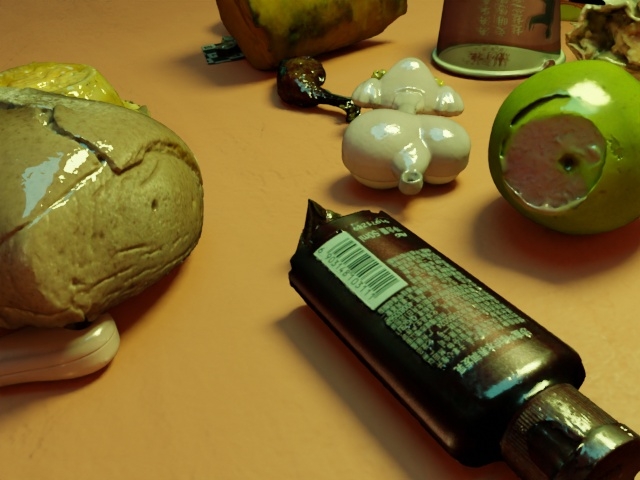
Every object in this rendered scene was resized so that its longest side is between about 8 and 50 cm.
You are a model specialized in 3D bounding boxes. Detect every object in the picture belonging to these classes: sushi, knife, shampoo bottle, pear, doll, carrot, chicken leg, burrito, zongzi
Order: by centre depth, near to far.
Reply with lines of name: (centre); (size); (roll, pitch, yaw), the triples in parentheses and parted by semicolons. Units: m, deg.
shampoo bottle: (0.100, 0.081, 0.548); (0.129, 0.084, 0.323); (-24, 38, -21)
knife: (-0.347, 0.113, 0.609); (0.335, 0.043, 0.081); (-11, 27, -4)
pear: (0.278, -0.099, 0.727); (0.187, 0.188, 0.219); (21, 22, 35)
zongzi: (0.000, 0.000, 0.730); (0.083, 0.074, 0.067); (25, 18, -30)
doll: (0.115, -0.160, 0.917); (0.160, 0.094, 0.365); (8, 35, 2)
chicken leg: (-0.014, -0.249, 1.121); (0.105, 0.051, 0.253); (-11, 35, -18)
burrito: (0.536, -0.367, 1.136); (0.190, 0.135, 0.332); (15, 37, 27)
carrot: (-0.035, -0.457, 1.274); (0.340, 0.242, 0.241); (-28, 38, -27)
sushi: (-0.140, -0.407, 1.403); (0.200, 0.031, 0.139); (-12, 32, -10)

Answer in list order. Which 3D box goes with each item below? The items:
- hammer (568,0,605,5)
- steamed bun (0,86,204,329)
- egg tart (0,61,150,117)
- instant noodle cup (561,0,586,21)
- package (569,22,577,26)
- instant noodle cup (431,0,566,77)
hammer: (0.423, -0.499, 1.106); (0.152, 0.044, 0.427); (25, 53, 9)
steamed bun: (-0.263, -0.052, 0.668); (0.251, 0.199, 0.301); (-3, 22, 19)
egg tart: (-0.401, -0.187, 1.028); (0.288, 0.119, 0.288); (0, 31, 0)
instant noodle cup: (0.550, -0.586, 1.400); (0.311, 0.222, 0.311); (-5, 32, 3)
package: (0.508, -0.389, 1.277); (0.059, 0.029, 0.083); (-8, 42, -17)
instant noodle cup: (0.310, -0.400, 1.185); (0.234, 0.179, 0.235); (-3, 32, 2)
